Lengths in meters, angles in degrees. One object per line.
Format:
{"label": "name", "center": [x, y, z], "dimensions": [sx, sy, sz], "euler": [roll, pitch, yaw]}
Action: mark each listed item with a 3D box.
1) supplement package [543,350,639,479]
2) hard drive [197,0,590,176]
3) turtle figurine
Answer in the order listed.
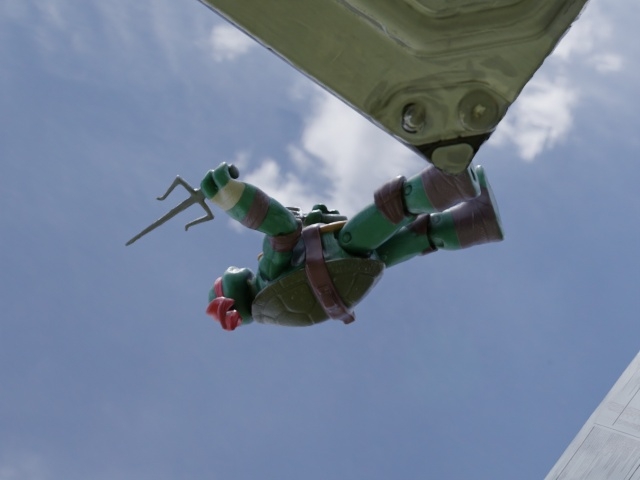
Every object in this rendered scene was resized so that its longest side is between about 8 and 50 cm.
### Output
{"label": "supplement package", "center": [0.294, 0.196, 1.156], "dimensions": [0.194, 0.203, 0.149], "euler": [40, -99, -15]}
{"label": "hard drive", "center": [0.041, -0.220, 0.476], "dimensions": [0.237, 0.064, 0.339], "euler": [35, -85, -10]}
{"label": "turtle figurine", "center": [0.000, 0.000, 1.133], "dimensions": [0.234, 0.175, 0.118], "euler": [-19, -100, 11]}
